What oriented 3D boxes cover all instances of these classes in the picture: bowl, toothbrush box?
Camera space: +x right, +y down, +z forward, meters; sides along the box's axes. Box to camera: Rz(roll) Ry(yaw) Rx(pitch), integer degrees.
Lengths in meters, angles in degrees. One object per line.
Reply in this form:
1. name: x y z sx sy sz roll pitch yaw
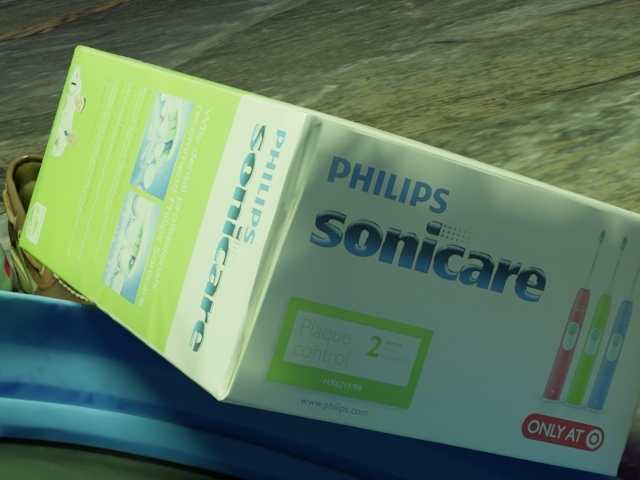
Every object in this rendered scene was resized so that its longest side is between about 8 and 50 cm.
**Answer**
1. bowl: -0.032 0.106 0.539 0.391 0.077 0.391 15 4 -1
2. toothbrush box: 0.000 0.000 0.688 0.206 0.122 0.283 15 3 -30

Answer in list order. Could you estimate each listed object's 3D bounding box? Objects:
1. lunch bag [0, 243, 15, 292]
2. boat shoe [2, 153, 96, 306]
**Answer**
1. lunch bag: -0.395 0.050 1.136 0.279 0.108 0.224 -11 20 8
2. boat shoe: -0.183 -0.004 1.117 0.123 0.123 0.342 -21 21 -18
